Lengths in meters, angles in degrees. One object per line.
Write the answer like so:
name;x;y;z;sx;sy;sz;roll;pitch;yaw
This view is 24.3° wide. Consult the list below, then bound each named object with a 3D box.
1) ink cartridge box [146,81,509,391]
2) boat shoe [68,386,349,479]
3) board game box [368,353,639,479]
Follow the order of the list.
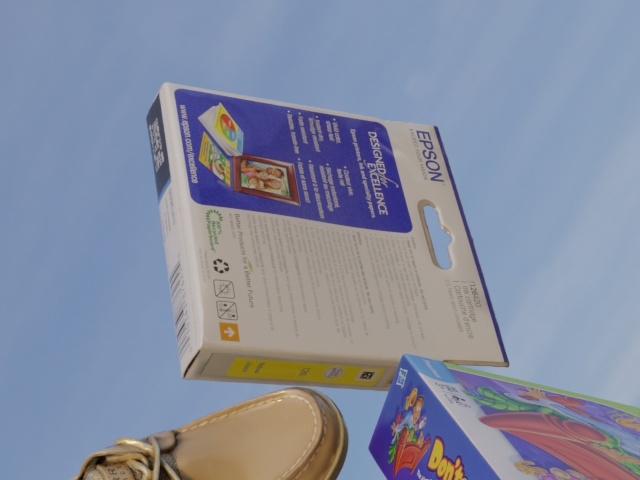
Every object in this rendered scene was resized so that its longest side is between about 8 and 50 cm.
ink cartridge box;0.000;0.000;1.415;0.307;0.304;0.072;8;-40;-26
boat shoe;-0.133;0.211;1.128;0.341;0.122;0.110;-33;-39;-7
board game box;0.193;0.193;0.900;0.233;0.347;0.078;14;-75;-20
